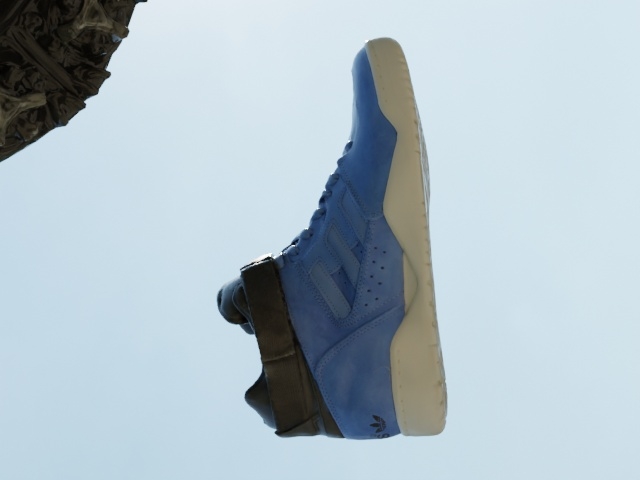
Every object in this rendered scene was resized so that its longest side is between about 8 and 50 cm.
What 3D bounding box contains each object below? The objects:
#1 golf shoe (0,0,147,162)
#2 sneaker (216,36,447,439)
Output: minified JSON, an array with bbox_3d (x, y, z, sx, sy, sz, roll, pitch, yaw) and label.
[{"bbox_3d":[-0.080,-0.077,0.425,0.198,0.094,0.077,-47,-63,-28],"label":"golf shoe"},{"bbox_3d":[0.000,0.000,0.658,0.058,0.085,0.152,41,-135,-80],"label":"sneaker"}]
